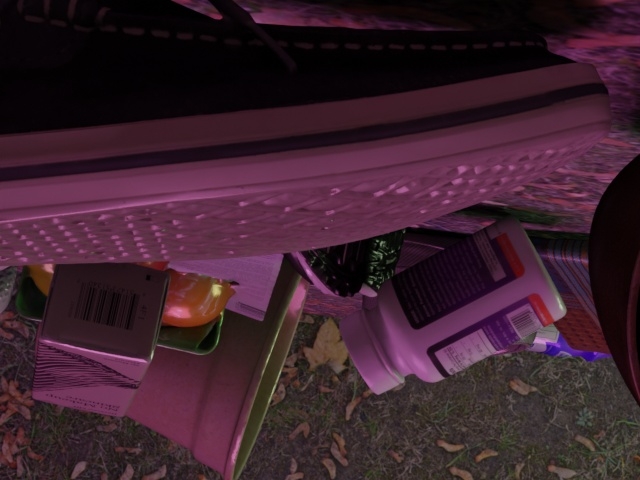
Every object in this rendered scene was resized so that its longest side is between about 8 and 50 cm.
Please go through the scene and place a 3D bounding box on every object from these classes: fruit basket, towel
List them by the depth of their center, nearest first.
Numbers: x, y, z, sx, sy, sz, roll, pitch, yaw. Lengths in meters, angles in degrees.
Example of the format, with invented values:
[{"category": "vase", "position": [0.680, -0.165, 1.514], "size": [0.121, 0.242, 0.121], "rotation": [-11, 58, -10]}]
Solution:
[{"category": "towel", "position": [0.393, 0.070, 1.402], "size": [0.370, 0.040, 0.271], "rotation": [6, 156, 30]}, {"category": "fruit basket", "position": [-0.208, 0.009, 1.526], "size": [0.327, 0.165, 0.353], "rotation": [12, 160, -2]}]

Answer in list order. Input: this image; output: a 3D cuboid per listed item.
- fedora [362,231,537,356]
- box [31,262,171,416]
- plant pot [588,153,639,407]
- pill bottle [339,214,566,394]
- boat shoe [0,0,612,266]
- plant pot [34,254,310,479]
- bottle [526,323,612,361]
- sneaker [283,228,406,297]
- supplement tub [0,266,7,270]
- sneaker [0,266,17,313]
[{"category": "fedora", "position": [0.142, 0.066, 1.590], "size": [0.276, 0.124, 0.244], "rotation": [7, 173, 10]}, {"category": "box", "position": [-0.227, 0.101, 1.409], "size": [0.113, 0.094, 0.275], "rotation": [13, 159, -8]}, {"category": "plant pot", "position": [0.238, 0.015, 0.775], "size": [0.215, 0.215, 0.230], "rotation": [9, -172, -8]}, {"category": "pill bottle", "position": [0.120, 0.066, 1.298], "size": [0.194, 0.108, 0.108], "rotation": [-28, 167, 8]}, {"category": "boat shoe", "position": [-0.116, -0.070, 0.616], "size": [0.500, 0.156, 0.187], "rotation": [-3, 170, -6]}, {"category": "plant pot", "position": [-0.204, 0.123, 1.885], "size": [0.306, 0.333, 0.334], "rotation": [19, 175, 4]}, {"category": "bottle", "position": [0.306, 0.110, 1.910], "size": [0.283, 0.092, 0.118], "rotation": [9, 173, -4]}, {"category": "sneaker", "position": [0.000, 0.000, 1.320], "size": [0.108, 0.100, 0.271], "rotation": [12, 175, 17]}, {"category": "supplement tub", "position": [-0.289, -0.056, 0.960], "size": [0.144, 0.144, 0.200], "rotation": [6, 173, 23]}, {"category": "sneaker", "position": [-0.415, 0.047, 1.333], "size": [0.137, 0.210, 0.366], "rotation": [1, -159, -43]}]
